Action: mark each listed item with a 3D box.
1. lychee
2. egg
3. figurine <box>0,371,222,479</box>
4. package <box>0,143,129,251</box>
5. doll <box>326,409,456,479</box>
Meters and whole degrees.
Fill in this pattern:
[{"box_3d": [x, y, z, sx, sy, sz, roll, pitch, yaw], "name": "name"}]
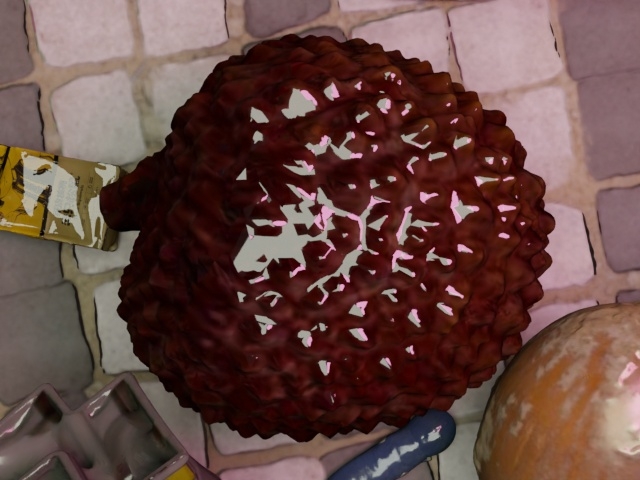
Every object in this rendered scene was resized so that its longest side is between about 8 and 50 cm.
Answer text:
[{"box_3d": [0.000, 0.000, 1.395, 0.330, 0.306, 0.306, 16, 88, -1], "name": "lychee"}, {"box_3d": [0.212, 0.152, 1.409, 0.203, 0.203, 0.245, 7, 132, 3], "name": "egg"}, {"box_3d": [-0.125, 0.240, 1.421, 0.342, 0.285, 0.167, 11, 54, 39], "name": "figurine"}, {"box_3d": [-0.221, -0.035, 1.529, 0.131, 0.047, 0.071, 9, 90, 5], "name": "package"}, {"box_3d": [0.053, 0.175, 1.516, 0.125, 0.027, 0.037, -34, 85, 4], "name": "doll"}]
